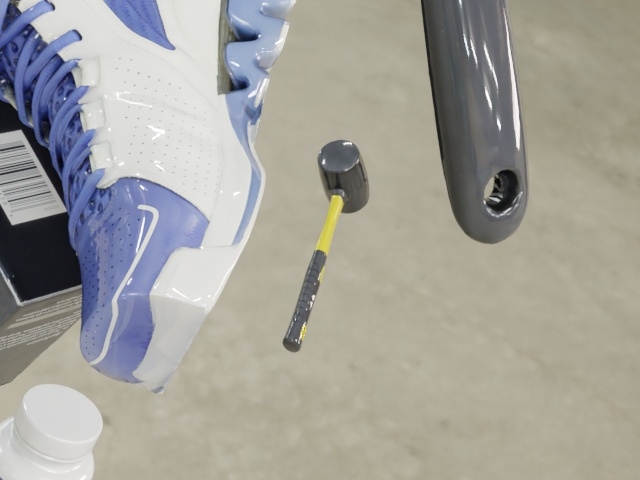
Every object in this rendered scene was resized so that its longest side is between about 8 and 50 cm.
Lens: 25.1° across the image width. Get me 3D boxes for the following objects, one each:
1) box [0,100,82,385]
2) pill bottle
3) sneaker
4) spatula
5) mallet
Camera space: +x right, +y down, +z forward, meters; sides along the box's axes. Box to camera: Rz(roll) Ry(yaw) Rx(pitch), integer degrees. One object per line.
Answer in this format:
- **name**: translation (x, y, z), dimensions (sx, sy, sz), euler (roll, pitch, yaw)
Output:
- **box**: translation (-0.225, 0.001, 0.891), dimensions (0.093, 0.158, 0.156), euler (-17, 73, -50)
- **pill bottle**: translation (-0.292, 0.241, 1.453), dimensions (0.112, 0.186, 0.112), euler (23, 28, -13)
- **sneaker**: translation (-0.125, -0.074, 0.803), dimensions (0.182, 0.127, 0.315), euler (18, 48, -13)
- **spatula**: translation (0.027, -0.142, 0.430), dimensions (0.084, 0.296, 0.030), euler (-16, 10, -26)
- **mallet**: translation (0.000, 0.000, 1.150), dimensions (0.039, 0.062, 0.189), euler (6, 48, 17)
